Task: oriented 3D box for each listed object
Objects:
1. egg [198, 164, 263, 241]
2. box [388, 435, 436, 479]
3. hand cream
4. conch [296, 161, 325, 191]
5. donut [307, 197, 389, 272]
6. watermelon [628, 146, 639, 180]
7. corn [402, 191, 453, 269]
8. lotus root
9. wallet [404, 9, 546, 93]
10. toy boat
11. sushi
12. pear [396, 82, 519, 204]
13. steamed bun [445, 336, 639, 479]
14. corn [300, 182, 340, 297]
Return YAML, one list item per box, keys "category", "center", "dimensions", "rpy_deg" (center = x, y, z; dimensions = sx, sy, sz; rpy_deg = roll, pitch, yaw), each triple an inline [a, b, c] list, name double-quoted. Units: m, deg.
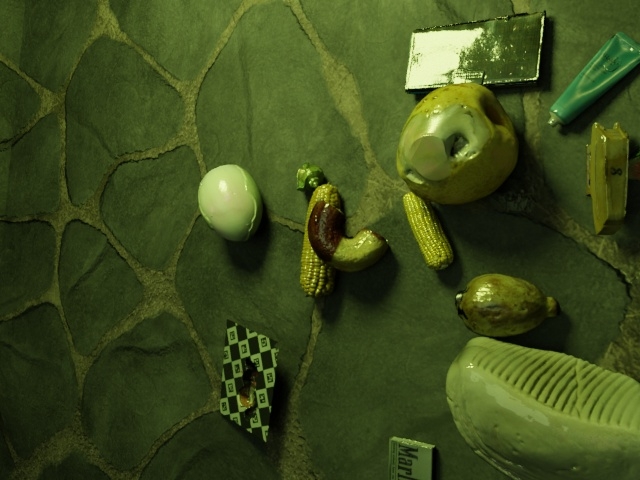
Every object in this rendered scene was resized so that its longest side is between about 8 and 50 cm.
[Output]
- category: "egg"
  center: [-0.252, -0.099, 1.575]
  dimensions: [0.183, 0.183, 0.217]
  rpy_deg: [-37, 72, 26]
- category: "box"
  center: [0.220, 0.572, 1.317]
  dimensions: [0.115, 0.036, 0.177]
  rpy_deg: [1, 88, 33]
- category: "hand cream"
  center: [0.566, -0.325, 1.140]
  dimensions: [0.224, 0.048, 0.083]
  rpy_deg: [-48, 61, 16]
- category: "conch"
  center: [-0.035, -0.173, 1.500]
  dimensions: [0.089, 0.074, 0.121]
  rpy_deg: [-38, 41, 5]
- category: "donut"
  center: [0.059, -0.002, 1.362]
  dimensions: [0.217, 0.085, 0.141]
  rpy_deg: [28, 85, 2]
- category: "watermelon"
  center: [0.668, -0.157, 1.044]
  dimensions: [0.163, 0.069, 0.086]
  rpy_deg: [8, 91, 35]
- category: "corn"
  center: [0.256, -0.025, 1.307]
  dimensions: [0.072, 0.072, 0.203]
  rpy_deg: [-30, 71, 28]
- category: "lotus root"
  center: [0.400, 0.139, 1.176]
  dimensions: [0.214, 0.138, 0.138]
  rpy_deg: [-5, 84, 21]
- category: "wallet"
  center: [0.354, -0.432, 1.279]
  dimensions: [0.317, 0.044, 0.169]
  rpy_deg: [4, 86, 32]
- category: "toy boat"
  center: [0.573, -0.123, 1.098]
  dimensions: [0.068, 0.088, 0.225]
  rpy_deg: [1, 89, -3]
- category: "sushi"
  center: [-0.195, 0.397, 1.591]
  dimensions: [0.264, 0.050, 0.289]
  rpy_deg: [10, 95, 47]
- category: "pear"
  center: [0.294, -0.205, 1.205]
  dimensions: [0.271, 0.271, 0.271]
  rpy_deg: [-2, 86, 33]
- category: "steamed bun"
  center: [0.431, 0.358, 1.063]
  dimensions: [0.384, 0.247, 0.236]
  rpy_deg: [15, 108, 22]
- category: "corn"
  center: [-0.001, 0.000, 1.453]
  dimensions: [0.102, 0.102, 0.312]
  rpy_deg: [2, 89, 33]
